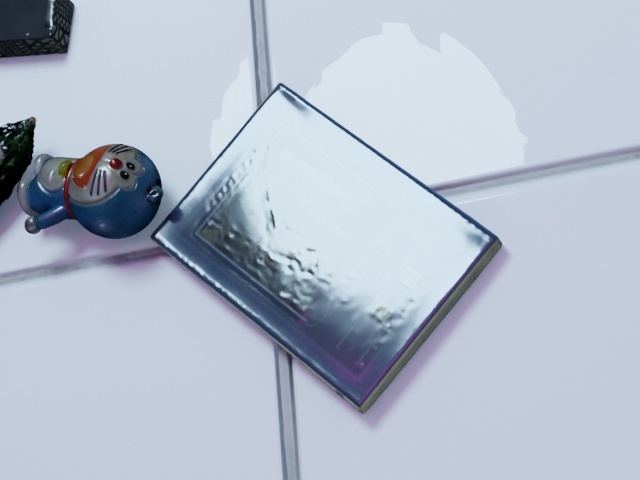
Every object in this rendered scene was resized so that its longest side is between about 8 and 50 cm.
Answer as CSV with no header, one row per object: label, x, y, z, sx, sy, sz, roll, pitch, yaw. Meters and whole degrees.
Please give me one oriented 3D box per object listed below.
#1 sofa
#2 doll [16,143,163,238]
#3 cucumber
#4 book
sofa,-0.309,-0.218,1.525,0.117,0.039,0.060,-1,72,18
doll,-0.207,-0.047,1.403,0.151,0.085,0.114,7,54,32
cucumber,-0.373,-0.005,1.452,0.300,0.072,0.072,-46,63,-4
book,0.000,0.000,1.344,0.269,0.025,0.191,38,86,27
